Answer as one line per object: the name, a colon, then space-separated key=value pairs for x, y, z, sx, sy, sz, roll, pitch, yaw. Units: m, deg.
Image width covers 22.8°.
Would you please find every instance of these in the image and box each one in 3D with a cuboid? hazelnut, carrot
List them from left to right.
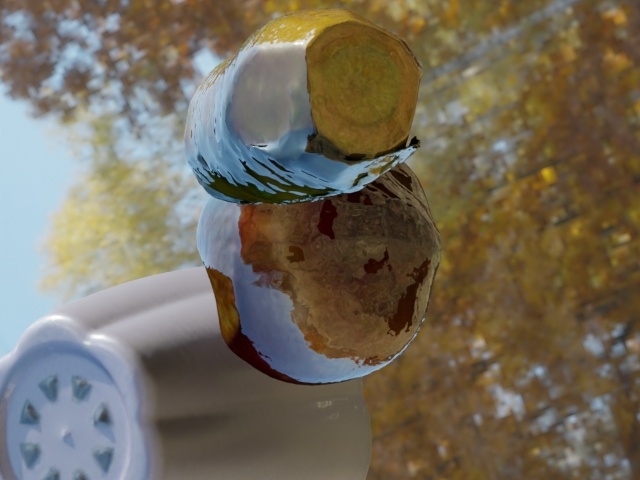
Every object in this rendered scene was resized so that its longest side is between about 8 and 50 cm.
carrot: x=-0.012 y=-0.056 z=0.694 sx=0.082 sy=0.173 sz=0.082 roll=1 pitch=-92 yaw=-22
hazelnut: x=0.000 y=0.000 z=1.151 sx=0.178 sy=0.178 sz=0.204 roll=54 pitch=-158 yaw=-26

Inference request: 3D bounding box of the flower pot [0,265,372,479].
flower pot: x=-0.132 y=0.148 z=1.267 sx=0.243 sy=0.265 sz=0.265 roll=2 pitch=-113 yaw=-55
